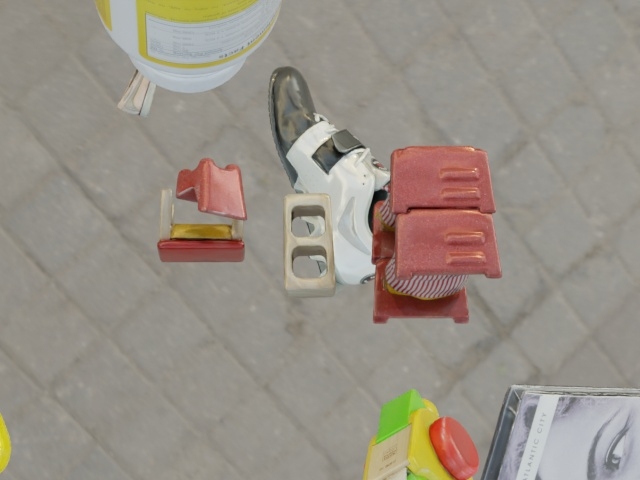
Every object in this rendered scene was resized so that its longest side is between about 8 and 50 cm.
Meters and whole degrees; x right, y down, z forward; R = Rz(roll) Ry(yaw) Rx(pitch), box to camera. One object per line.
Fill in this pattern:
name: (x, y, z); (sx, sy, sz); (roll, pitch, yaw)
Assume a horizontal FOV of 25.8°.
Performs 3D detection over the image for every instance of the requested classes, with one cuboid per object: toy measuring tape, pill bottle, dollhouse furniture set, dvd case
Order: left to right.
pill bottle: (-0.068, -0.149, 0.727); (0.103, 0.184, 0.103); (2, 71, -5)
dollhouse furniture set: (0.000, 0.000, 1.581); (0.374, 0.201, 0.152); (-1, 72, -3)
toy measuring tape: (0.099, 0.264, 1.406); (0.121, 0.330, 0.121); (3, 115, 7)
dvd case: (0.165, 0.156, 0.744); (0.221, 0.018, 0.164); (6, 105, -33)

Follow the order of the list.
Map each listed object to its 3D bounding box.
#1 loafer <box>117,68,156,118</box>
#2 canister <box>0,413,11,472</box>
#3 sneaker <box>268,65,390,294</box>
loafer: (-0.208, -0.208, 1.653); (0.039, 0.045, 0.125); (14, 80, -9)
canister: (-0.354, 0.183, 1.144); (0.126, 0.170, 0.073); (-33, 109, -55)
sneaker: (0.031, -0.102, 1.961); (0.146, 0.122, 0.330); (-20, 86, 21)
